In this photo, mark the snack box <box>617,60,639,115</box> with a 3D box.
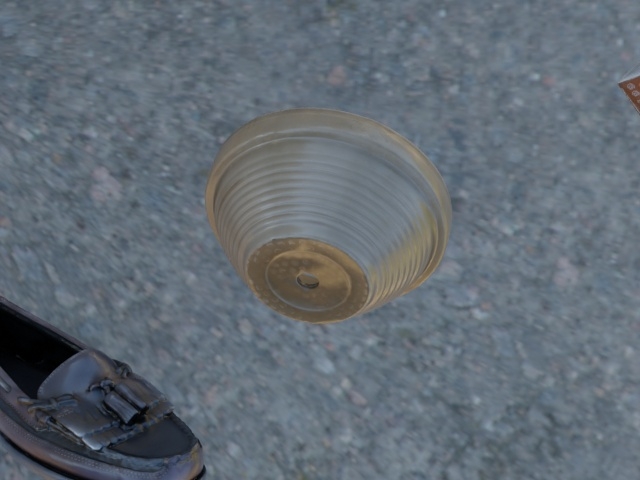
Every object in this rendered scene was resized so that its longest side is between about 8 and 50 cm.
[{"bbox_3d":[0.187,-0.002,0.537,0.022,0.064,0.178,-41,99,-19],"label":"snack box"}]

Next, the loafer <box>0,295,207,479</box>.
[{"bbox_3d":[-0.215,0.118,1.131,0.109,0.302,0.095,-21,122,-47],"label":"loafer"}]

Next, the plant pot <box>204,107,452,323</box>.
[{"bbox_3d":[0.000,0.000,1.310,0.237,0.237,0.109,35,43,-21],"label":"plant pot"}]
